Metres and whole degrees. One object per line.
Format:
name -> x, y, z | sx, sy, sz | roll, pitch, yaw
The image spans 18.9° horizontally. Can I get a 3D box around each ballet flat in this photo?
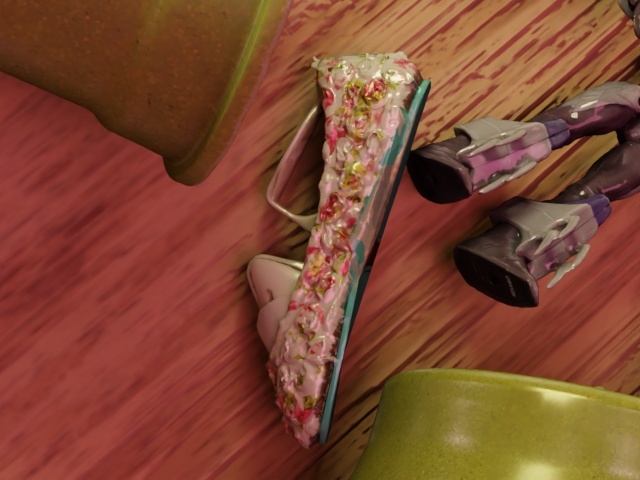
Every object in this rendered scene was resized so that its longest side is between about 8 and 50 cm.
ballet flat -> 0.000, 0.000, 1.141 | 0.077, 0.091, 0.241 | 16, 85, 4

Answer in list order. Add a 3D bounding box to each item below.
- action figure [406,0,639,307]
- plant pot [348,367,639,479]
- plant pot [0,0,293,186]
action figure -> 0.199, -0.069, 1.207 | 0.285, 0.099, 0.185 | -31, 103, -22
plant pot -> 0.116, 0.266, 1.096 | 0.366, 0.366, 0.353 | 17, 78, -26
plant pot -> -0.148, -0.191, 0.957 | 0.253, 0.276, 0.276 | 14, 90, -14
